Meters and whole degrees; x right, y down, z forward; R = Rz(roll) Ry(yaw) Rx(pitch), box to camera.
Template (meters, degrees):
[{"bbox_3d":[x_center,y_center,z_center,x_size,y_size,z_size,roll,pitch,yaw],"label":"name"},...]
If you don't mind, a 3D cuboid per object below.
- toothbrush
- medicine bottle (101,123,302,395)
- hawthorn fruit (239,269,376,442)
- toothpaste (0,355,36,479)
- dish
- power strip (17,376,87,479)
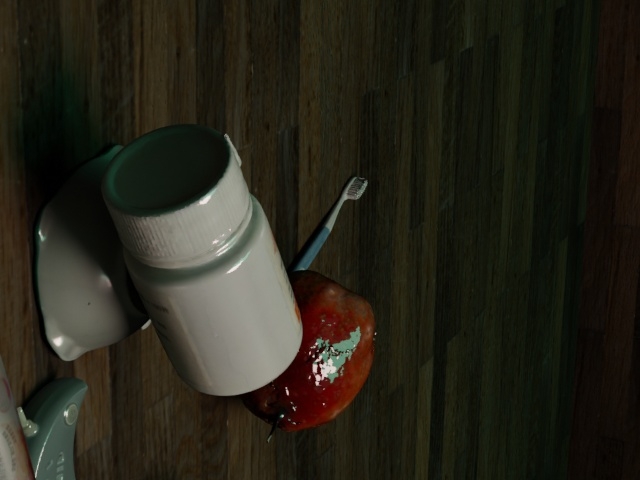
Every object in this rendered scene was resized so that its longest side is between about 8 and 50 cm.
[{"bbox_3d":[0.000,0.000,1.957,0.275,0.025,0.019,-56,147,-42],"label":"toothbrush"},{"bbox_3d":[-0.109,0.021,1.404,0.144,0.144,0.252,-62,150,-34],"label":"medicine bottle"},{"bbox_3d":[-0.032,0.149,1.776,0.235,0.181,0.181,-58,147,-40],"label":"hawthorn fruit"},{"bbox_3d":[-0.301,0.141,1.308,0.100,0.066,0.323,-88,172,-65],"label":"toothpaste"},{"bbox_3d":[-0.191,0.023,1.492,0.246,0.078,0.224,43,59,-61],"label":"dish"},{"bbox_3d":[-0.262,0.230,1.455,0.137,0.044,0.216,-53,144,-44],"label":"power strip"}]
